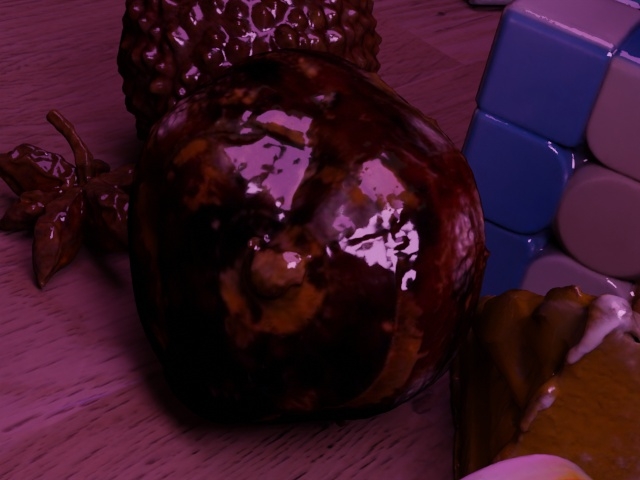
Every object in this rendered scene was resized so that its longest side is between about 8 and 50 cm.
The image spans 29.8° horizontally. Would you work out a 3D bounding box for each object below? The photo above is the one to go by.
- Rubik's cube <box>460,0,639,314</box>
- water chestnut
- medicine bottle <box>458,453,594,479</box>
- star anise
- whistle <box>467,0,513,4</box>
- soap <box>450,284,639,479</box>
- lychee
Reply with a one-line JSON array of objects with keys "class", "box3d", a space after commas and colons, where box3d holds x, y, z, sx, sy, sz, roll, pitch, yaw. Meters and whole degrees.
[{"class": "Rubik's cube", "box3d": [0.356, -0.089, 1.281, 0.346, 0.344, 0.346, 26, 38, 17]}, {"class": "water chestnut", "box3d": [0.000, 0.000, 1.075, 0.335, 0.335, 0.347, 34, 24, 24]}, {"class": "medicine bottle", "box3d": [0.193, 0.339, 0.743, 0.219, 0.219, 0.388, -9, 43, -31]}, {"class": "star anise", "box3d": [-0.229, -0.038, 1.205, 0.212, 0.111, 0.196, 12, 42, -17]}, {"class": "whistle", "box3d": [0.391, -0.418, 1.909, 0.289, 0.164, 0.163, -5, 40, -25]}, {"class": "soap", "box3d": [0.211, 0.080, 1.028, 0.169, 0.304, 0.339, 16, 35, -6]}, {"class": "lychee", "box3d": [-0.072, -0.186, 1.296, 0.306, 0.306, 0.330, -8, 66, -29]}]
